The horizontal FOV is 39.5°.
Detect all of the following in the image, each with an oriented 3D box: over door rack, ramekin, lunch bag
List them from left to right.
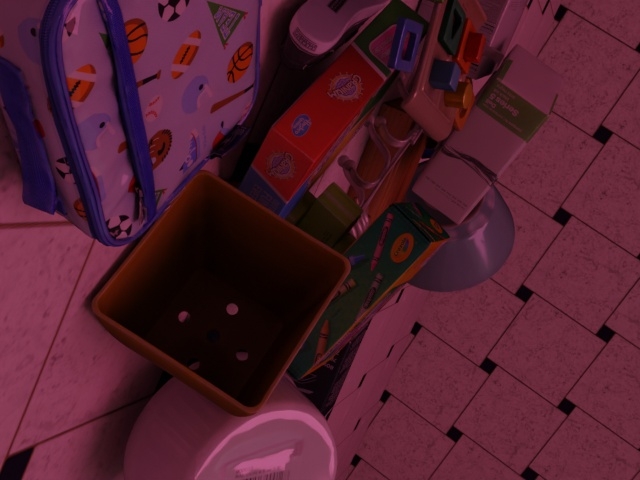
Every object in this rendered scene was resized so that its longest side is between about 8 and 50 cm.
[{"bbox_3d":[-0.150,-0.139,0.713,0.243,0.115,0.303,-52,161,-30],"label":"lunch bag"},{"bbox_3d":[-0.110,0.303,1.197,0.277,0.135,0.277,-13,114,-31],"label":"ramekin"},{"bbox_3d":[0.135,-0.187,1.462,0.324,0.108,0.239,-42,172,-38],"label":"over door rack"}]

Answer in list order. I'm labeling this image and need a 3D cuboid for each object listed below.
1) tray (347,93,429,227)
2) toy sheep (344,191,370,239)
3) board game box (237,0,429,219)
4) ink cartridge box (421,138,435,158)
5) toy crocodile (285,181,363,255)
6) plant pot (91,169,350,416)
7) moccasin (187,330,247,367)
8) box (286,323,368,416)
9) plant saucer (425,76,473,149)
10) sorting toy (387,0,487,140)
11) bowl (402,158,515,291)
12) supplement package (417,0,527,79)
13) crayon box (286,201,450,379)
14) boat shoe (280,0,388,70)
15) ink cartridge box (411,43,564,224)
[{"bbox_3d":[0.114,-0.084,1.797,0.203,0.076,0.411,-32,147,-63],"label":"tray"},{"bbox_3d":[0.041,-0.030,1.623,0.132,0.091,0.091,-40,156,-26],"label":"toy sheep"},{"bbox_3d":[0.003,-0.149,1.182,0.316,0.064,0.242,-52,179,-36],"label":"board game box"},{"bbox_3d":[0.322,-0.253,2.008,0.332,0.165,0.065,-44,123,-55],"label":"ink cartridge box"},{"bbox_3d":[0.000,0.000,1.380,0.105,0.115,0.340,-44,171,-25],"label":"toy crocodile"},{"bbox_3d":[-0.120,0.086,1.055,0.212,0.212,0.187,-56,176,-27],"label":"plant pot"},{"bbox_3d":[-0.190,0.267,1.300,0.117,0.137,0.342,-18,117,-51],"label":"moccasin"},{"bbox_3d":[-0.024,0.225,1.702,0.108,0.153,0.207,-33,148,-64],"label":"box"},{"bbox_3d":[0.261,-0.278,1.824,0.198,0.036,0.199,-167,-90,-73],"label":"plant saucer"},{"bbox_3d":[0.184,-0.245,1.223,0.347,0.047,0.196,23,86,-65],"label":"sorting toy"},{"bbox_3d":[0.270,-0.058,1.955,0.311,0.311,0.163,-57,156,-22],"label":"bowl"},{"bbox_3d":[0.276,-0.420,1.612,0.194,0.149,0.203,-33,147,-63],"label":"supplement package"},{"bbox_3d":[0.054,0.069,1.290,0.278,0.081,0.165,-47,170,13],"label":"crayon box"},{"bbox_3d":[0.017,-0.280,1.126,0.076,0.080,0.228,-46,-172,45],"label":"boat shoe"},{"bbox_3d":[0.301,-0.190,1.609,0.273,0.114,0.198,-54,180,36],"label":"ink cartridge box"}]
